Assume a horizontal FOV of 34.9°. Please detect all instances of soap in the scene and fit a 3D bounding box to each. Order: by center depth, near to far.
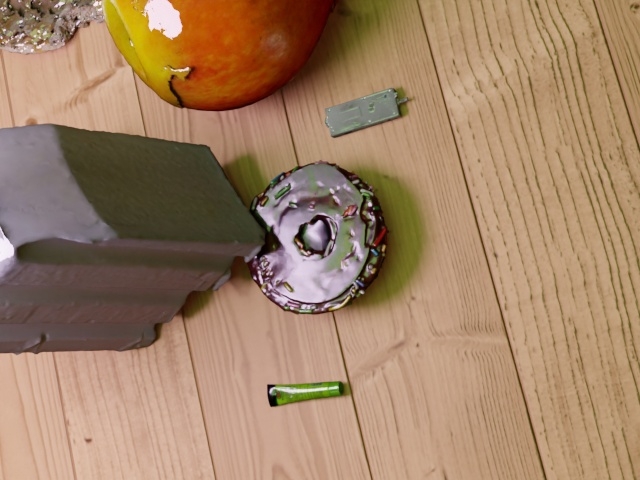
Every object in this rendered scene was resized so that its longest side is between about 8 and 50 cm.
[{"bbox_3d":[-0.357,0.004,1.457,0.350,0.435,0.213,-37,67,31],"label":"soap"}]

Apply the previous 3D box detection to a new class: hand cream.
[{"bbox_3d":[-0.025,0.232,1.555,0.122,0.023,0.036,-9,91,19],"label":"hand cream"}]

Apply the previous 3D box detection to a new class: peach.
[{"bbox_3d":[-0.139,-0.374,1.518,0.370,0.370,0.370,-3,82,19],"label":"peach"}]

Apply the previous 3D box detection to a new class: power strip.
[{"bbox_3d":[0.072,-0.199,1.580,0.136,0.019,0.051,-16,76,17],"label":"power strip"}]

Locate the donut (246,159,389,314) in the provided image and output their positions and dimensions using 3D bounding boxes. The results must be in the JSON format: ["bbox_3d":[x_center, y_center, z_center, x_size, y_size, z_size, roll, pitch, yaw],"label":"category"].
[{"bbox_3d":[0.000,0.000,1.542,0.235,0.089,0.235,-3,81,20],"label":"donut"}]

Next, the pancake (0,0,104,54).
[{"bbox_3d":[-0.493,-0.503,1.790,0.382,0.071,0.382,-2,83,18],"label":"pancake"}]
